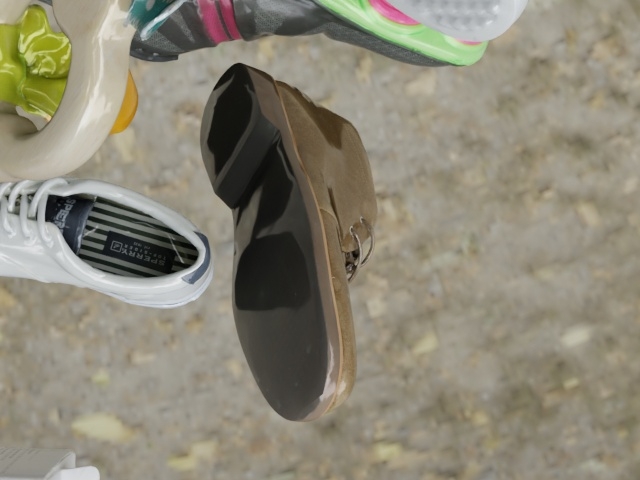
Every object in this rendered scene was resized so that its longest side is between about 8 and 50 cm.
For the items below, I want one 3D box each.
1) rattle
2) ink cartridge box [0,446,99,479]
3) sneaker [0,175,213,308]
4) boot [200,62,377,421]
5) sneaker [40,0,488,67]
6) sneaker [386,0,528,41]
[{"bbox_3d":[-0.094,-0.104,0.916,0.143,0.130,0.200,21,137,-39],"label":"rattle"},{"bbox_3d":[-0.199,0.168,0.985,0.143,0.090,0.092,1,93,3],"label":"ink cartridge box"},{"bbox_3d":[-0.194,-0.019,1.188,0.258,0.094,0.091,11,163,-9],"label":"sneaker"},{"bbox_3d":[0.000,0.000,1.214,0.115,0.305,0.112,17,131,-29],"label":"boot"},{"bbox_3d":[-0.084,-0.248,1.480,0.483,0.185,0.202,15,154,-11],"label":"sneaker"},{"bbox_3d":[0.021,-0.262,0.985,0.321,0.127,0.126,45,150,-4],"label":"sneaker"}]
